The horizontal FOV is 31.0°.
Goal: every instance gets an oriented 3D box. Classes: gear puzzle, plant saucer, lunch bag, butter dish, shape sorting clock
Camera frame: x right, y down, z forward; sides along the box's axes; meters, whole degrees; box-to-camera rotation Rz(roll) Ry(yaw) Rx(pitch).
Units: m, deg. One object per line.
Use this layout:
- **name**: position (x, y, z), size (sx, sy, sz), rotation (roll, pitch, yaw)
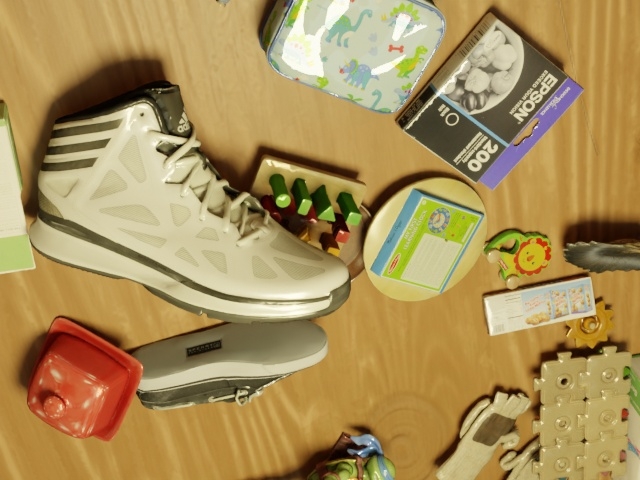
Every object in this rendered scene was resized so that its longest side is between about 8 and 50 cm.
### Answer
- **gear puzzle**: position (0.434, 0.252, 1.940), size (0.175, 0.044, 0.339), rotation (-6, 110, -9)
- **plant saucer**: position (0.000, 0.000, 1.718), size (0.168, 0.029, 0.168), rotation (-6, 122, -10)
- **lunch bag**: position (0.045, -0.278, 1.526), size (0.219, 0.090, 0.176), rotation (18, 116, -22)
- **butter dish**: position (-0.365, 0.222, 1.689), size (0.160, 0.118, 0.160), rotation (29, 114, 6)
- **shape sorting clock**: position (0.158, -0.001, 1.740), size (0.206, 0.040, 0.206), rotation (-14, 124, -21)

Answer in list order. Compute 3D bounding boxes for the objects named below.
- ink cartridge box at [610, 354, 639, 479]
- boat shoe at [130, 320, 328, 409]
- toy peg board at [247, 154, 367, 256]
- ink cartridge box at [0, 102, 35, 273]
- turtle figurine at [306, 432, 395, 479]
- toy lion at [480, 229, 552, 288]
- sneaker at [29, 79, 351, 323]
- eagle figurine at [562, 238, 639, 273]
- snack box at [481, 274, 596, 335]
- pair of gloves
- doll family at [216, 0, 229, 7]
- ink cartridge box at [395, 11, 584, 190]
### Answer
- **ink cartridge box**: position (0.627, 0.330, 2.006), size (0.201, 0.117, 0.278), rotation (-7, 121, -8)
- **boat shoe**: position (-0.135, 0.200, 1.758), size (0.306, 0.113, 0.105), rotation (-14, 129, -2)
- **toy peg board**: position (-0.029, -0.017, 1.637), size (0.161, 0.079, 0.161), rotation (15, 115, -19)
- **ink cartridge box**: position (-0.486, -0.061, 1.554), size (0.171, 0.056, 0.235), rotation (-8, 125, -8)
- **turtle figurine**: position (0.002, 0.465, 1.875), size (0.266, 0.198, 0.275), rotation (-17, 82, 17)
- **toy lion**: position (0.312, 0.021, 1.803), size (0.096, 0.034, 0.100), rotation (-39, 121, 3)
- **sneaker**: position (-0.162, -0.059, 1.507), size (0.447, 0.169, 0.257), rotation (15, 114, 7)
- **eagle figurine**: position (0.558, 0.006, 1.786), size (0.298, 0.225, 0.226), rotation (36, 65, 2)
- **snack box**: position (0.350, 0.104, 1.850), size (0.178, 0.022, 0.064), rotation (-11, 97, -6)
- **pair of gloves**: position (0.330, 0.355, 1.998), size (0.240, 0.042, 0.204), rotation (20, 109, -29)
- **doll family**: position (-0.144, -0.380, 1.437), size (0.193, 0.076, 0.111), rotation (33, 104, -33)
- **ink cartridge box**: position (0.250, -0.187, 1.656), size (0.208, 0.045, 0.206), rotation (31, 109, -28)
